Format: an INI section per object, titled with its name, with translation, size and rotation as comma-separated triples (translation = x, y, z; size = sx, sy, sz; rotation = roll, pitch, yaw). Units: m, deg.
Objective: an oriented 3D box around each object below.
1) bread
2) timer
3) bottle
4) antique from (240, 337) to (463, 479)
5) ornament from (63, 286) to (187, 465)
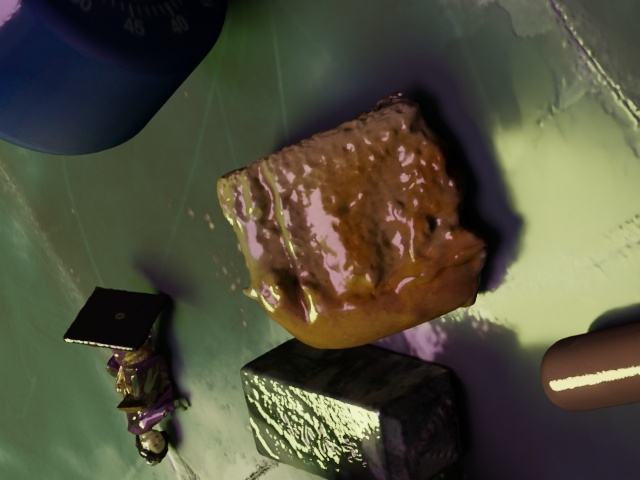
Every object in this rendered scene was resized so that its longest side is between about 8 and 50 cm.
[bread]
translation = -0.002, 0.002, 1.083
size = 0.251, 0.133, 0.174
rotation = -14, 97, 53
[timer]
translation = -0.120, -0.259, 1.019
size = 0.383, 0.270, 0.270
rotation = -32, 85, 38
[bottle]
translation = 0.209, 0.081, 0.944
size = 0.140, 0.053, 0.053
rotation = -20, 95, 53
[antique]
translation = 0.029, 0.143, 1.165
size = 0.183, 0.086, 0.088
rotation = 11, 119, 47
[ornament]
translation = -0.176, 0.148, 1.433
size = 0.081, 0.088, 0.203
rotation = 1, 126, 24
